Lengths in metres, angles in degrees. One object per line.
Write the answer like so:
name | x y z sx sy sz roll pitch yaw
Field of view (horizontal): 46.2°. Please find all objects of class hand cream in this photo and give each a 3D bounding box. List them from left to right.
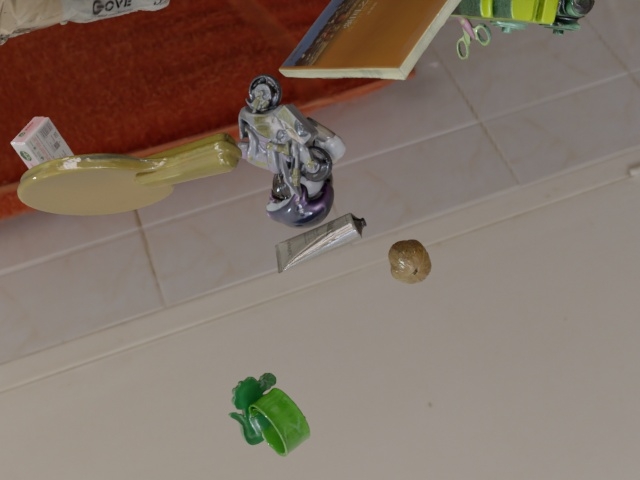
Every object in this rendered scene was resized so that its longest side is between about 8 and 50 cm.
hand cream | 0.000 0.000 1.421 0.087 0.186 0.054 -102 -13 -52

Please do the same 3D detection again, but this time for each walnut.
walnut | 0.211 0.049 1.792 0.124 0.105 0.105 -127 22 -61

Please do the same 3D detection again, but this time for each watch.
watch | -0.106 0.373 1.588 0.152 0.131 0.165 4 121 59

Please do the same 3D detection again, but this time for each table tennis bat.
table tennis bat | -0.253 -0.082 1.007 0.198 0.321 0.050 27 -127 -64

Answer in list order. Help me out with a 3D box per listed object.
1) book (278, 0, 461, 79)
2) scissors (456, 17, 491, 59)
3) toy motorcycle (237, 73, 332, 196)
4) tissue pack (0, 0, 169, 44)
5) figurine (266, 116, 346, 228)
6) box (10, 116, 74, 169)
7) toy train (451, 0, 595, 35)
book | 0.095 -0.364 1.190 0.028 0.262 0.374 40 171 -30
scissors | 0.405 -0.612 2.094 0.133 0.020 0.187 -27 81 56
toy motorcycle | -0.085 -0.181 1.374 0.225 0.152 0.073 55 -153 2
tissue pack | -0.409 -0.456 1.008 0.195 0.375 0.390 -3 118 44
figurine | -0.021 -0.122 1.524 0.145 0.222 0.145 24 163 8
box | -0.577 -0.185 1.575 0.089 0.043 0.125 -62 -35 -37
toy train | 0.479 -0.619 1.892 0.442 0.272 0.179 -137 51 -64
